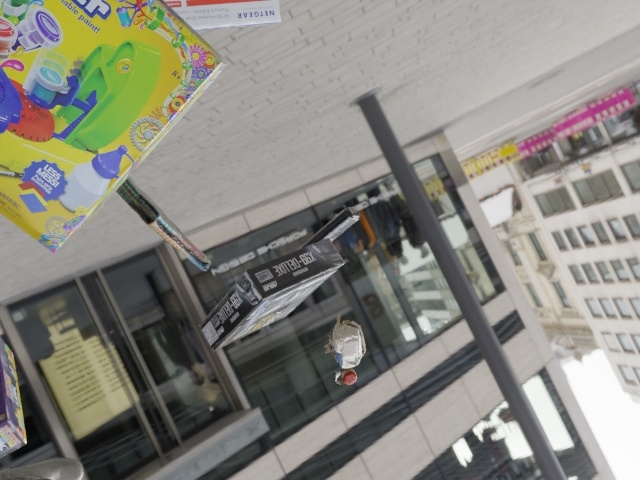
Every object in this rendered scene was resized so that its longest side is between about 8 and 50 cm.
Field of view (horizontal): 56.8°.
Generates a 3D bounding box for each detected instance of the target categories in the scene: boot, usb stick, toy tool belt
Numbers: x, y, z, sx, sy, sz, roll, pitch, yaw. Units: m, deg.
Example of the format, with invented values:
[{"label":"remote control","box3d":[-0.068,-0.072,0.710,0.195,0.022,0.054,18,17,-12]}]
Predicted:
[{"label":"boot","box3d":[-0.515,0.445,1.061,0.161,0.083,0.247,-15,163,38]},{"label":"usb stick","box3d":[0.000,0.000,1.717,0.278,0.045,0.077,-40,169,22]},{"label":"toy tool belt","box3d":[0.032,0.144,0.791,0.052,0.083,0.051,-8,-158,-14]}]

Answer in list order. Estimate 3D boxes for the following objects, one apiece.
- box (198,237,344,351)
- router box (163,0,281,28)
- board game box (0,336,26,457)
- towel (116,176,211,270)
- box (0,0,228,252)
[{"label":"box","box3d":[-0.119,0.128,1.372,0.243,0.076,0.307,-21,164,-40]},{"label":"router box","box3d":[-0.265,-0.586,1.207,0.336,0.301,0.082,-13,-161,-21]},{"label":"board game box","box3d":[-0.425,0.197,0.679,0.141,0.048,0.170,-27,-141,-17]},{"label":"towel","box3d":[-0.366,-0.107,1.125,0.040,0.370,0.271,-45,160,-7]},{"label":"box","box3d":[-0.305,-0.198,0.660,0.279,0.290,0.177,-47,-164,8]}]
